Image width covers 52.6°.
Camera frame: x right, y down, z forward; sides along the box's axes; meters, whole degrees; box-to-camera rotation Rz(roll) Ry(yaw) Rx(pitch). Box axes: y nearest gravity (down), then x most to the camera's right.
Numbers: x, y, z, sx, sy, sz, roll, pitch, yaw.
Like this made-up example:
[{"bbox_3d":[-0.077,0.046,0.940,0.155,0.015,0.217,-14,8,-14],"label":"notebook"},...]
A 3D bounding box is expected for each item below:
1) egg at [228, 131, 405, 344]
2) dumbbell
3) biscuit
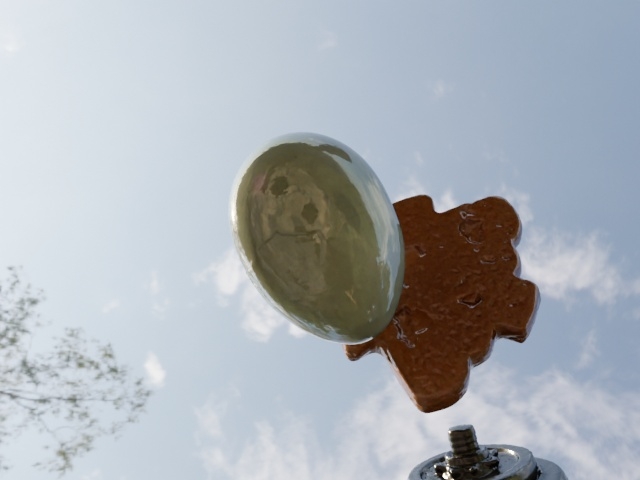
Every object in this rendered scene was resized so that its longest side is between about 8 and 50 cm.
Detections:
[{"bbox_3d":[0.000,0.000,0.605,0.151,0.151,0.209,-26,-88,15],"label":"egg"},{"bbox_3d":[0.188,0.345,0.705,0.192,0.192,0.289,-14,-93,19],"label":"dumbbell"},{"bbox_3d":[0.090,0.038,0.734,0.307,0.043,0.283,18,-122,22],"label":"biscuit"}]
